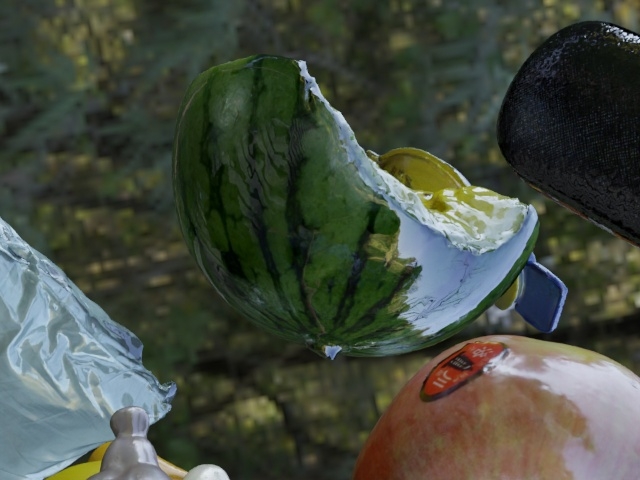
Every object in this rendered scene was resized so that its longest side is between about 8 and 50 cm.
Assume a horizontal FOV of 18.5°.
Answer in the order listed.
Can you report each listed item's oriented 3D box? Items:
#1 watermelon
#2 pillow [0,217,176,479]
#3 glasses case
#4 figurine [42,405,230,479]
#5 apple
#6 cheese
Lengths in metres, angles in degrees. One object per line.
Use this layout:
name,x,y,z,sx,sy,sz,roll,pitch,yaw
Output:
watermelon,0.000,0.000,1.659,0.331,0.331,0.189,103,12,-66
pillow,-0.314,0.093,1.614,0.283,0.310,0.138,51,31,-17
glasses case,0.209,-0.031,1.036,0.267,0.103,0.067,33,1,33
figurine,-0.127,0.209,1.089,0.187,0.215,0.344,47,-4,-17
apple,0.115,0.154,1.165,0.164,0.209,0.209,-82,167,-67
cheese,0.134,-0.001,1.885,0.250,0.064,0.156,39,-36,22
